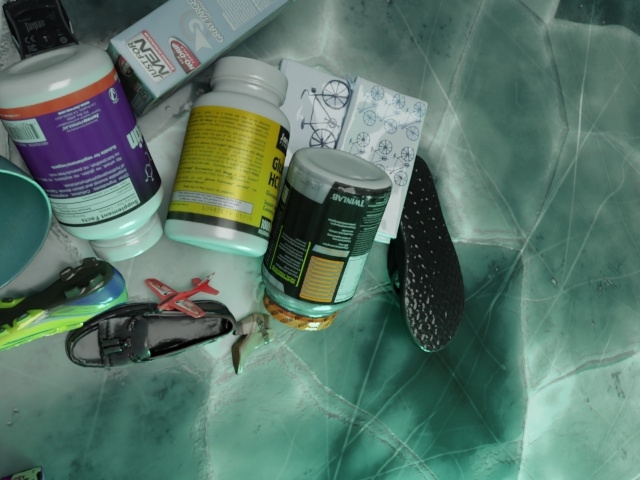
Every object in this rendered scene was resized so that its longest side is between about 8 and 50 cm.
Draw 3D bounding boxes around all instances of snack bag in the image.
[{"bbox_3d":[0.037,-0.194,1.187,0.342,0.037,0.323,17,84,-13],"label":"snack bag"}]

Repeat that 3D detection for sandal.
[{"bbox_3d":[0.219,0.026,1.295,0.167,0.107,0.446,-5,81,-25],"label":"sandal"}]

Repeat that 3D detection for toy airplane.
[{"bbox_3d":[-0.253,0.100,1.057,0.151,0.151,0.028,-12,128,-25],"label":"toy airplane"}]

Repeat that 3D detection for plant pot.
[{"bbox_3d":[-0.579,-0.047,0.823,0.290,0.290,0.195,-41,72,-19],"label":"plant pot"}]

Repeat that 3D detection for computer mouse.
[{"bbox_3d":[-0.443,-0.380,0.973,0.184,0.060,0.262,-29,92,-18],"label":"computer mouse"}]

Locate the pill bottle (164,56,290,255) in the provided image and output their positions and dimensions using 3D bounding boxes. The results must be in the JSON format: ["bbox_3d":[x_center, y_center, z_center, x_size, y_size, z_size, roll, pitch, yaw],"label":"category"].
[{"bbox_3d":[-0.159,-0.149,1.041,0.187,0.188,0.334,14,83,-26],"label":"pill bottle"}]

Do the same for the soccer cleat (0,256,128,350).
[{"bbox_3d":[-0.461,0.131,0.950,0.289,0.093,0.121,-26,140,-7],"label":"soccer cleat"}]

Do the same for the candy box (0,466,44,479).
[{"bbox_3d":[-0.470,0.518,0.932,0.071,0.159,0.234,-11,97,-24],"label":"candy box"}]

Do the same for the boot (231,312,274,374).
[{"bbox_3d":[-0.135,0.206,1.152,0.087,0.042,0.119,-6,101,-34],"label":"boot"}]

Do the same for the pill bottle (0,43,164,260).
[{"bbox_3d":[-0.368,-0.131,0.914,0.181,0.181,0.323,-30,128,-22],"label":"pill bottle"}]

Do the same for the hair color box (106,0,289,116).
[{"bbox_3d":[-0.199,-0.387,1.017,0.374,0.185,0.114,-44,108,-18],"label":"hair color box"}]

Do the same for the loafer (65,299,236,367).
[{"bbox_3d":[-0.300,0.166,1.037,0.302,0.095,0.109,-9,95,-26],"label":"loafer"}]

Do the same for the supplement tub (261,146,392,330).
[{"bbox_3d":[0.000,0.000,1.076,0.193,0.193,0.316,6,118,-26],"label":"supplement tub"}]
